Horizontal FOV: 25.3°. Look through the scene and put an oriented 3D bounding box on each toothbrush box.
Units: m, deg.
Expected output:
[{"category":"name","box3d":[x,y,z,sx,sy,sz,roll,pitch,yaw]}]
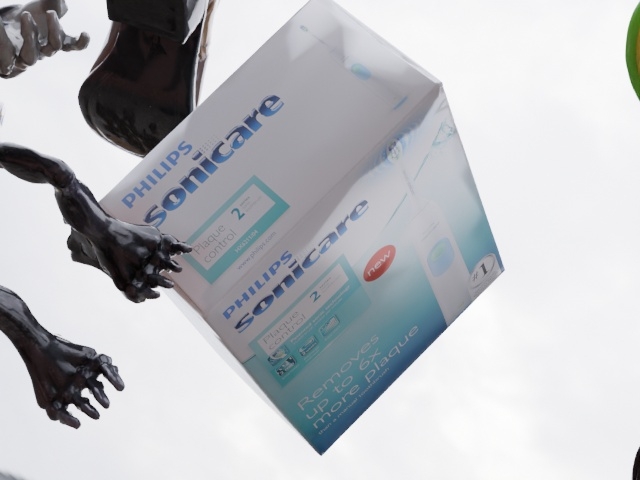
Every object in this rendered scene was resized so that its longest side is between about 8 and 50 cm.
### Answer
[{"category":"toothbrush box","box3d":[0.000,0.000,1.031,0.126,0.216,0.295,41,-10,29]}]

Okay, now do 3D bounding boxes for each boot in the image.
[{"category":"boot","box3d":[-0.093,-0.227,1.126,0.096,0.280,0.264,19,-34,8]}]

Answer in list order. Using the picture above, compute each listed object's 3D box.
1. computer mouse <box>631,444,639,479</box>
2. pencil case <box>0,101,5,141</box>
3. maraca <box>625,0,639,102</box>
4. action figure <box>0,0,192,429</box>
[{"category":"computer mouse","box3d":[0.232,0.033,0.675,0.041,0.242,0.071,33,-9,40]},{"category":"pencil case","box3d":[-0.349,-0.083,0.948,0.273,0.113,0.124,20,-40,-13]},{"category":"maraca","box3d":[0.290,-0.140,0.953,0.099,0.185,0.127,-138,-153,-73]},{"category":"action figure","box3d":[-0.171,-0.050,0.622,0.276,0.164,0.141,46,-27,-27]}]
